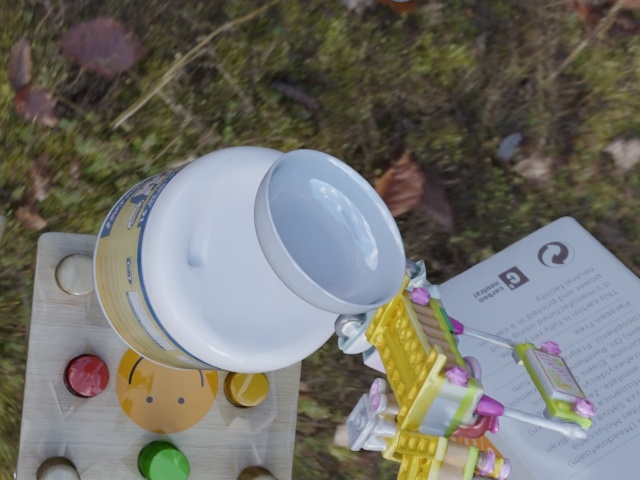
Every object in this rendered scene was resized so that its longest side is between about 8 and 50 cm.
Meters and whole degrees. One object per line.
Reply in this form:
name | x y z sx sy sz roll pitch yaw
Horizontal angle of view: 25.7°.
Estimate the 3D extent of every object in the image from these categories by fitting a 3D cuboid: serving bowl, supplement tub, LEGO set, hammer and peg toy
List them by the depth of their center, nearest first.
serving bowl | 0.000 0.000 0.649 0.083 0.027 0.083 28 43 -30
LEGO set | 0.077 0.128 0.738 0.107 0.132 0.287 18 45 -19
supplement tub | -0.074 0.017 0.961 0.144 0.200 0.144 2 85 -23
hammer and peg toy | -0.194 0.116 1.271 0.361 0.127 0.266 6 88 -14

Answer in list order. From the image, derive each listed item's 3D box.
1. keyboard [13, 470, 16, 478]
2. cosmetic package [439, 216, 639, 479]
keyboard | -0.178 0.209 1.409 0.256 0.072 0.014 -15 56 -13
cosmetic package | 0.244 0.216 0.946 0.161 0.453 0.230 -28 136 -13
